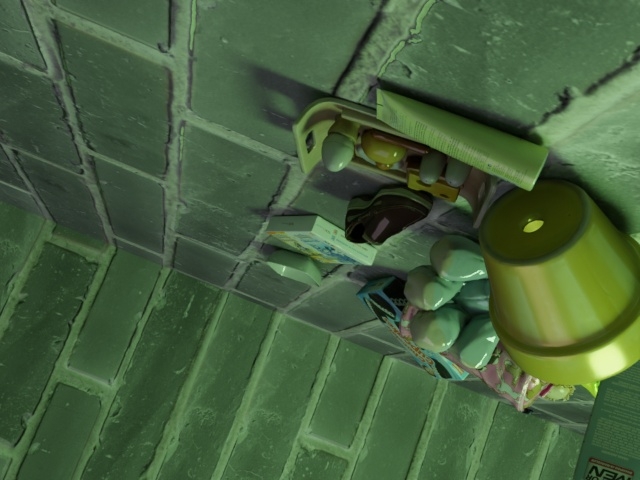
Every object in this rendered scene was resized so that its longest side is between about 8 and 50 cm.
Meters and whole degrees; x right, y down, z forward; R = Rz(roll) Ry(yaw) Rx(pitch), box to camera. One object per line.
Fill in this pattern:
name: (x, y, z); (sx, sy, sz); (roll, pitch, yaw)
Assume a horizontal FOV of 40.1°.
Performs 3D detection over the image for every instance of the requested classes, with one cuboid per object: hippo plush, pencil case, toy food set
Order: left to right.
toy food set: (0.112, -0.103, 1.344); (0.306, 0.092, 0.220); (20, 167, 8)
hippo plush: (0.265, 0.060, 1.604); (0.234, 0.294, 0.236); (45, -173, -17)
pencil case: (0.365, 0.246, 2.059); (0.386, 0.167, 0.160); (31, -146, 33)

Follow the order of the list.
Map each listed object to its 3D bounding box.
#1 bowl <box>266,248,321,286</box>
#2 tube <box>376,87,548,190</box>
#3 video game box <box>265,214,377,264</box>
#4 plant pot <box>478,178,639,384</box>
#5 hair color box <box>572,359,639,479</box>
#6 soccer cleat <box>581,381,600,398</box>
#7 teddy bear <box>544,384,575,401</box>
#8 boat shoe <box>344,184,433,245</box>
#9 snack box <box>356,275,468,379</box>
bowl: (-0.067, 0.071, 2.419); (0.142, 0.053, 0.142); (16, 167, 22)
tube: (0.183, -0.141, 1.176); (0.240, 0.062, 0.070); (24, 124, 12)
video game box: (0.000, 0.000, 2.044); (0.187, 0.048, 0.205); (32, 163, -29)
plant pot: (0.351, 0.045, 1.293); (0.254, 0.254, 0.239); (9, 146, 43)
hair color box: (0.564, 0.289, 1.592); (0.113, 0.375, 0.185); (15, 166, 24)
soccer cleat: (0.608, 0.286, 2.064); (0.289, 0.093, 0.121); (42, 167, -12)
teddy bear: (0.499, 0.292, 2.246); (0.338, 0.113, 0.245); (13, 147, 43)
boat shoe: (0.119, -0.033, 1.608); (0.095, 0.095, 0.257); (25, 166, -17)
snack box: (0.246, 0.234, 2.309); (0.322, 0.060, 0.187); (47, 163, -6)
